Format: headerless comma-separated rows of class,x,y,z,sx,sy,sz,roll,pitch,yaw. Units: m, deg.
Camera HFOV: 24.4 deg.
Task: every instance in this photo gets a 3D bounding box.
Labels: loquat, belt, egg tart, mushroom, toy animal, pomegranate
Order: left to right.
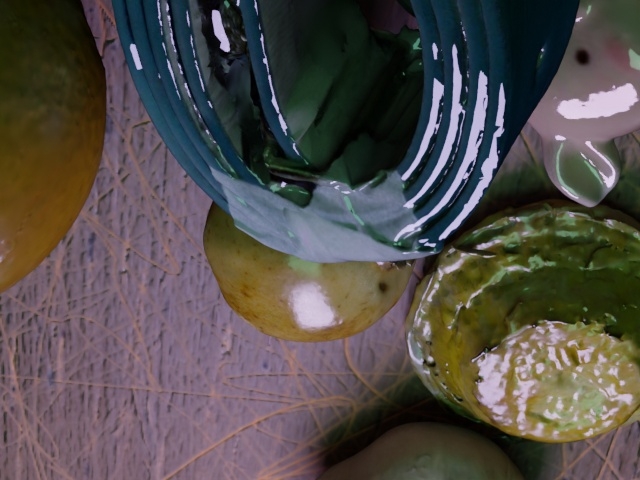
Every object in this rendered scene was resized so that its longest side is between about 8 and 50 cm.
loquat,-0.316,-0.103,1.114,0.328,0.328,0.328,1,127,1
pomegranate,0.000,0.000,1.263,0.196,0.196,0.196,1,127,1
belt,0.014,-0.167,1.015,0.300,0.173,0.436,22,147,19
mushroom,0.097,0.316,1.463,0.254,0.234,0.260,3,128,-5
egg tart,0.218,0.098,1.370,0.295,0.116,0.294,0,127,0
toy animal,0.251,-0.179,1.101,0.256,0.195,0.213,-23,155,5

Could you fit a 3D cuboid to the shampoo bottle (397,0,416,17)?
shampoo bottle,0.025,-0.279,1.114,0.080,0.079,0.246,-37,117,25
